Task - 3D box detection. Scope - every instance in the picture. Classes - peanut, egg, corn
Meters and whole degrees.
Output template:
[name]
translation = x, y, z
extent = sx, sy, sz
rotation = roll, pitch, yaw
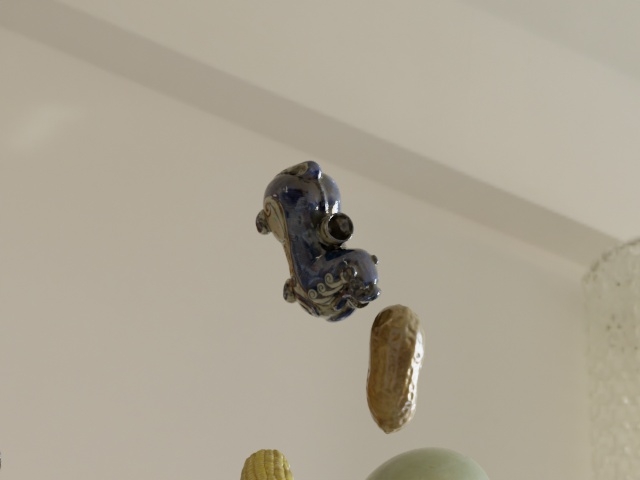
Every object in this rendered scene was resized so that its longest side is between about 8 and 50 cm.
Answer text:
[peanut]
translation = 0.130, 0.221, 1.621
extent = 0.095, 0.226, 0.108
rotation = 6, 4, 27
[egg]
translation = 0.238, 0.610, 2.125
extent = 0.336, 0.278, 0.278
rotation = -16, -32, -27
[corn]
translation = -0.077, 0.403, 1.449
extent = 0.093, 0.244, 0.093
rotation = -1, -79, -8

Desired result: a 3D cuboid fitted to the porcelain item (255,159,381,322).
[porcelain item]
translation = 0.000, 0.000, 1.649
extent = 0.138, 0.288, 0.186
rotation = -12, -9, -35
